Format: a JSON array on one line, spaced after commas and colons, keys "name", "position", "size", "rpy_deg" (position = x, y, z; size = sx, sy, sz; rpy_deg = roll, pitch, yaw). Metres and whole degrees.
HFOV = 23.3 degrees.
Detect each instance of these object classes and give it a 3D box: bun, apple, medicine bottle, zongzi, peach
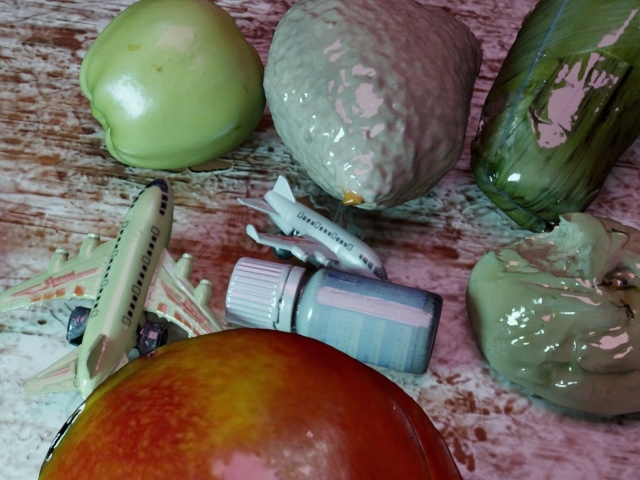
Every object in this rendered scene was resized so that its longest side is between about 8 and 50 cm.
[{"name": "bun", "position": [0.261, 0.059, 1.507], "size": [0.237, 0.116, 0.210], "rpy_deg": [20, 49, 9]}, {"name": "apple", "position": [-0.151, -0.168, 1.631], "size": [0.200, 0.200, 0.200], "rpy_deg": [3, 47, -3]}, {"name": "medicine bottle", "position": [0.012, 0.068, 1.494], "size": [0.203, 0.083, 0.083], "rpy_deg": [14, 48, 5]}, {"name": "zongzi", "position": [0.328, -0.185, 1.599], "size": [0.160, 0.360, 0.323], "rpy_deg": [40, 49, -22]}, {"name": "peach", "position": [-0.041, 0.250, 1.145], "size": [0.370, 0.370, 0.370], "rpy_deg": [3, 47, -3]}]

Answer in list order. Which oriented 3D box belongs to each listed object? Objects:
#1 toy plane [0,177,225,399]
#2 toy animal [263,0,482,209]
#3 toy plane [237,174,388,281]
[{"name": "toy plane", "position": [-0.186, 0.050, 1.478], "size": [0.242, 0.104, 0.256], "rpy_deg": [11, 47, 8]}, {"name": "toy animal", "position": [0.045, -0.154, 1.619], "size": [0.226, 0.188, 0.358], "rpy_deg": [30, 33, -9]}, {"name": "toy plane", "position": [0.000, 0.000, 1.562], "size": [0.171, 0.065, 0.162], "rpy_deg": [45, 35, 19]}]
